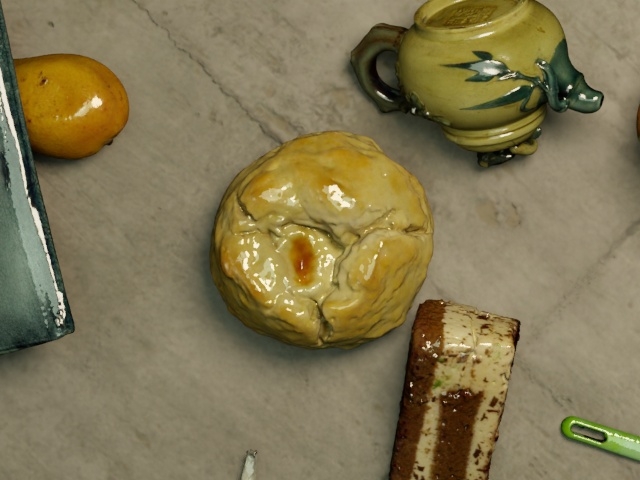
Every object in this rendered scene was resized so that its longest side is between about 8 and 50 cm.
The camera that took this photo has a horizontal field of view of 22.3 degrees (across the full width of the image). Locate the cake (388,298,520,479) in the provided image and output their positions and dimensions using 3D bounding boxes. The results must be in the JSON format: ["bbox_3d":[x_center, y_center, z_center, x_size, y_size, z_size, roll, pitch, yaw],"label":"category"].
[{"bbox_3d":[0.131,0.188,1.674,0.112,0.135,0.246,12,91,5],"label":"cake"}]

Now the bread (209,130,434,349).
[{"bbox_3d":[0.000,0.000,1.693,0.244,0.134,0.244,0,92,6],"label":"bread"}]

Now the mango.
[{"bbox_3d":[-0.287,-0.143,1.748,0.165,0.089,0.115,-4,90,11],"label":"mango"}]

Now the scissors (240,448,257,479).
[{"bbox_3d":[-0.091,0.329,1.752,0.110,0.021,0.212,11,90,9],"label":"scissors"}]

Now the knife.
[{"bbox_3d":[0.352,0.234,1.710,0.212,0.015,0.054,19,99,6],"label":"knife"}]

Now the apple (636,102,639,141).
[{"bbox_3d":[0.446,-0.138,1.592,0.226,0.246,0.246,17,91,-8],"label":"apple"}]

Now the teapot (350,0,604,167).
[{"bbox_3d":[0.160,-0.160,1.677,0.269,0.173,0.183,0,122,29],"label":"teapot"}]

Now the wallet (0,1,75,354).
[{"bbox_3d":[-0.370,-0.063,1.737,0.190,0.046,0.379,-13,89,39],"label":"wallet"}]
